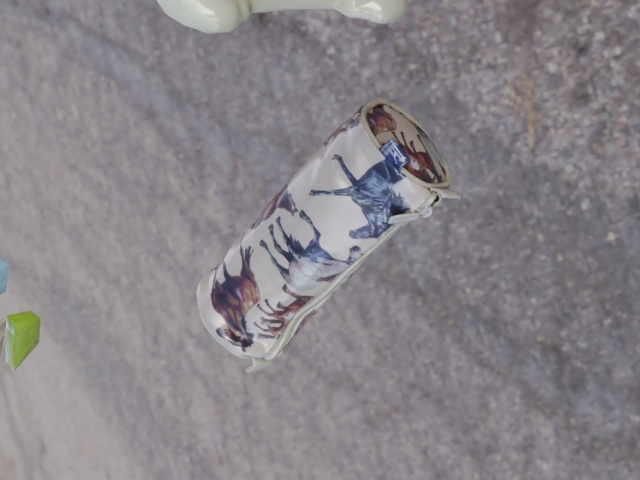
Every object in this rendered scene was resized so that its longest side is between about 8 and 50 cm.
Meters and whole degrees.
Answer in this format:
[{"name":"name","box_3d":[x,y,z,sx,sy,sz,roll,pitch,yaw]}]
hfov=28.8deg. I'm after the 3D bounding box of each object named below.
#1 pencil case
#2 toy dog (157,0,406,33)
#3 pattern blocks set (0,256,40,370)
[{"name":"pencil case","box_3d":[0.000,0.000,1.746,0.410,0.160,0.183,-46,53,22]},{"name":"toy dog","box_3d":[-0.022,-0.469,1.275,0.395,0.284,0.408,-116,34,-44]},{"name":"pattern blocks set","box_3d":[-0.417,0.172,1.375,0.026,0.285,0.325,34,144,18]}]
